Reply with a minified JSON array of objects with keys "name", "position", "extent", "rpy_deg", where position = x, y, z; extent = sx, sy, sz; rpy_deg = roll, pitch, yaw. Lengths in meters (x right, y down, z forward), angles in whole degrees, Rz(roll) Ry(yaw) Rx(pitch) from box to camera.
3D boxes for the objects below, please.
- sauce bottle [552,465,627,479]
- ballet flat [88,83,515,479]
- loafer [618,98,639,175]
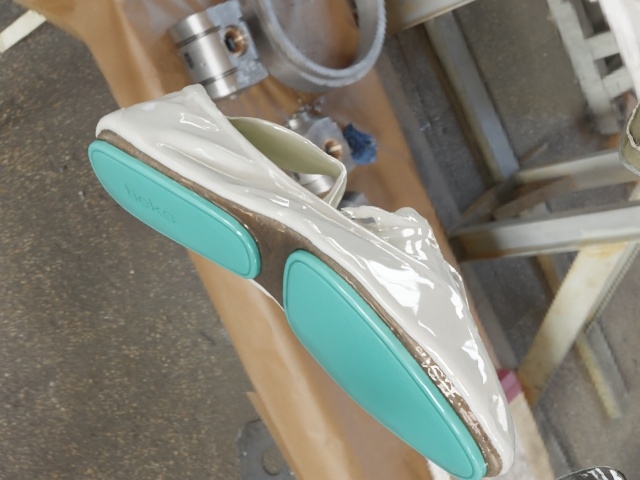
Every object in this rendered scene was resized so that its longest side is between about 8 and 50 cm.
[{"name":"sauce bottle","position":[0.204,0.277,0.400],"extent":[0.111,0.111,0.344],"rpy_deg":[25,33,-36]},{"name":"ballet flat","position":[0.000,0.000,0.598],"extent":[0.400,0.139,0.139],"rpy_deg":[37,47,21]},{"name":"loafer","position":[0.401,-0.175,0.883],"extent":[0.251,0.094,0.087],"rpy_deg":[-56,151,-18]}]
